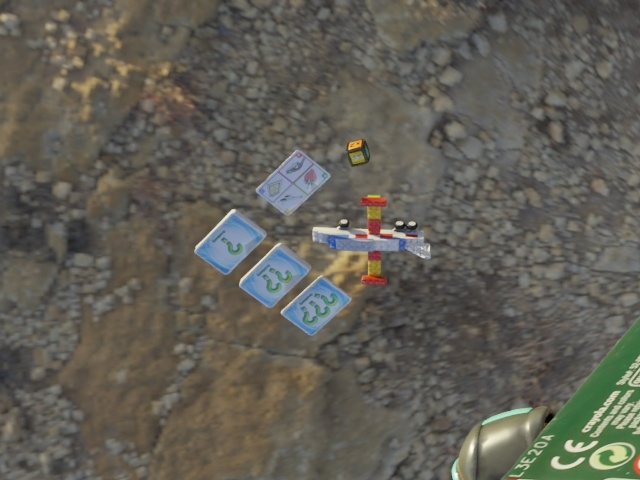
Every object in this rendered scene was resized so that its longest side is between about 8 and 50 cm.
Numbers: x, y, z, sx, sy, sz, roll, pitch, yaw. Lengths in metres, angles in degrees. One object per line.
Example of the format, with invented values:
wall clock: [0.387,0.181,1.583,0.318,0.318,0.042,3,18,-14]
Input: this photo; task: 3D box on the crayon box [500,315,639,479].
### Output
crayon box: [0.219,0.195,0.669,0.106,0.363,0.313,-6,113,43]

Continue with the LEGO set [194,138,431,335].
LEGO set: [0.000,0.000,1.553,0.182,0.060,0.244,38,119,-18]

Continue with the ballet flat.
ballet flat: [0.208,0.222,0.930,0.280,0.095,0.096,46,118,-2]
